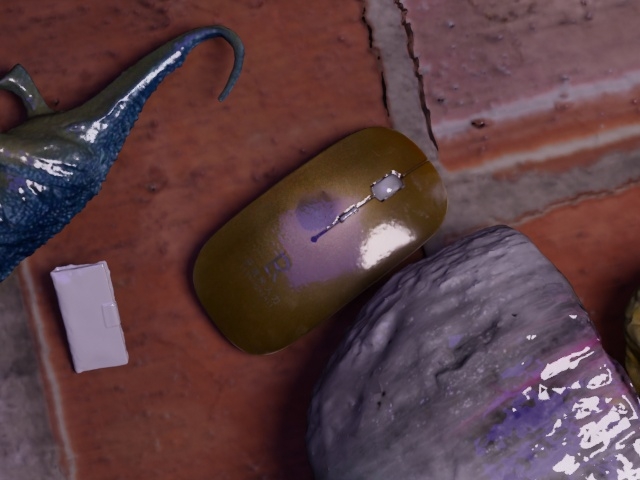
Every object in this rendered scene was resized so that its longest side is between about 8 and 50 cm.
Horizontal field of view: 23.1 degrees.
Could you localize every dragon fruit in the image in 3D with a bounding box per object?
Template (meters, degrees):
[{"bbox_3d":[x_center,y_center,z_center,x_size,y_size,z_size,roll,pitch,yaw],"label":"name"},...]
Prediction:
[{"bbox_3d":[0.104,0.147,1.037,0.221,0.204,0.283,-28,81,5],"label":"dragon fruit"}]

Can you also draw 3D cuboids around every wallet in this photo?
[{"bbox_3d":[-0.171,0.057,1.165,0.044,0.011,0.083,-9,106,5],"label":"wallet"}]

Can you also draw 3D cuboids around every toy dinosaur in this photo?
[{"bbox_3d":[-0.220,-0.051,1.169,0.147,0.076,0.363,41,93,-10],"label":"toy dinosaur"}]

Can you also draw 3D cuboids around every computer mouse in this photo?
[{"bbox_3d":[-0.001,0.000,1.145,0.199,0.045,0.102,-36,83,4],"label":"computer mouse"}]

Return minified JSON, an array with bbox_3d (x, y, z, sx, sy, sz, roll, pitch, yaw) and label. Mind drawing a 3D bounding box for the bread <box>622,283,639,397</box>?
[{"bbox_3d":[0.302,0.127,1.050,0.152,0.130,0.267,-18,80,-31],"label":"bread"}]
